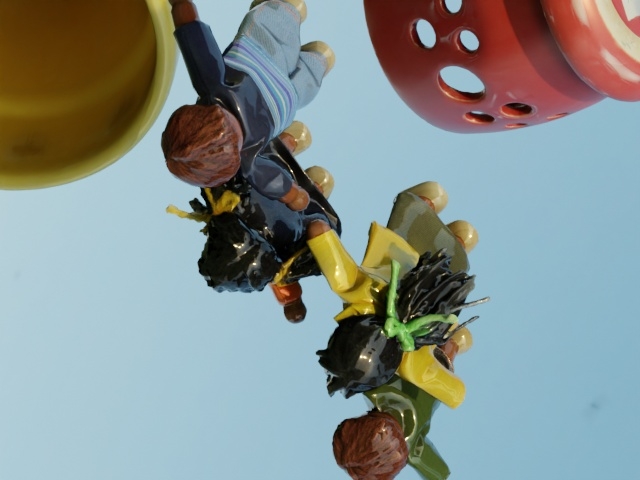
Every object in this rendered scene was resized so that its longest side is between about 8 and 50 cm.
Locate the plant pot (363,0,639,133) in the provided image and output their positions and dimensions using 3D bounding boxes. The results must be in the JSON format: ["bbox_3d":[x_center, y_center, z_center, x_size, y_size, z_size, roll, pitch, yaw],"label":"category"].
[{"bbox_3d":[0.150,-0.174,1.004,0.174,0.191,0.191,-6,-119,48],"label":"plant pot"}]

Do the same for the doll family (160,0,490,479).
[{"bbox_3d":[0.000,0.000,0.511,0.076,0.193,0.111,-36,-170,33],"label":"doll family"}]

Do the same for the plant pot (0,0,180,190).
[{"bbox_3d":[-0.211,-0.205,1.041,0.254,0.254,0.239,-43,-152,35],"label":"plant pot"}]
